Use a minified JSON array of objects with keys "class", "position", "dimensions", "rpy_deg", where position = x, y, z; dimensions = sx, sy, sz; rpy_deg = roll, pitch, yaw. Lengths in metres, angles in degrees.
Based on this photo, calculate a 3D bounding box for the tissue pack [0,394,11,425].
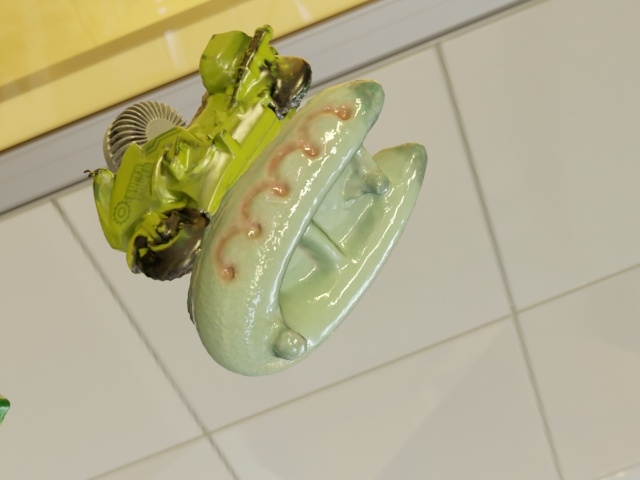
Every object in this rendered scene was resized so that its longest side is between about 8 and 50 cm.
[{"class":"tissue pack","position":[-0.506,0.191,1.264],"dimensions":[0.148,0.156,0.209],"rpy_deg":[31,9,24]}]

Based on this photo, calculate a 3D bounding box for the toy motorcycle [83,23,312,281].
[{"class":"toy motorcycle","position":[-0.143,-0.095,1.199],"dimensions":[0.342,0.206,0.142],"rpy_deg":[-60,144,-27]}]

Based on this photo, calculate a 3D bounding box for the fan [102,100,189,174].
[{"class":"fan","position":[-0.183,-0.098,1.430],"dimensions":[0.244,0.074,0.130],"rpy_deg":[32,51,-20]}]

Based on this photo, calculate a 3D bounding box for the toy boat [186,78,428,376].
[{"class":"toy boat","position":[0.000,0.000,0.677],"dimensions":[0.078,0.208,0.134],"rpy_deg":[29,-14,38]}]
